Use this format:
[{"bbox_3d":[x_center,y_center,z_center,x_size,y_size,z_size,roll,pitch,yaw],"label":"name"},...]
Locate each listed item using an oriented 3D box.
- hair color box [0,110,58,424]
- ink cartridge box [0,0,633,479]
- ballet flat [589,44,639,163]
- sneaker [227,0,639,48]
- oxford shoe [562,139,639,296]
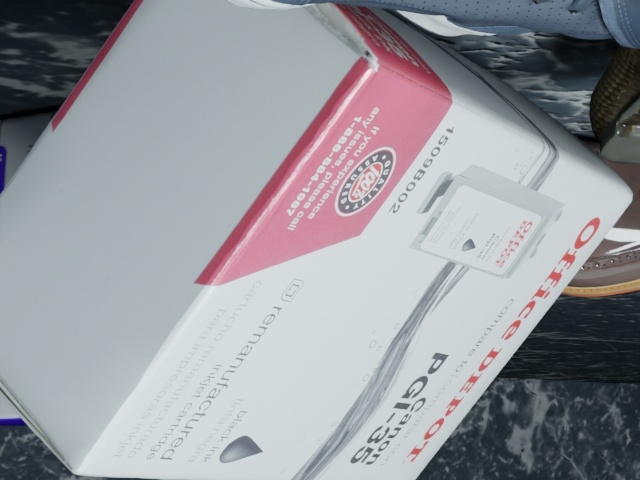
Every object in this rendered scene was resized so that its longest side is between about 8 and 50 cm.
[{"bbox_3d":[-0.180,0.023,0.986,0.339,0.185,0.110,-5,169,34],"label":"hair color box"},{"bbox_3d":[0.000,0.000,0.723,0.117,0.207,0.283,43,-166,29],"label":"ink cartridge box"},{"bbox_3d":[0.167,-0.093,0.682,0.084,0.058,0.250,-2,166,-3],"label":"ballet flat"},{"bbox_3d":[0.068,-0.101,0.462,0.163,0.086,0.226,8,-175,32],"label":"sneaker"},{"bbox_3d":[0.135,-0.022,0.977,0.271,0.096,0.098,0,165,7],"label":"oxford shoe"}]
